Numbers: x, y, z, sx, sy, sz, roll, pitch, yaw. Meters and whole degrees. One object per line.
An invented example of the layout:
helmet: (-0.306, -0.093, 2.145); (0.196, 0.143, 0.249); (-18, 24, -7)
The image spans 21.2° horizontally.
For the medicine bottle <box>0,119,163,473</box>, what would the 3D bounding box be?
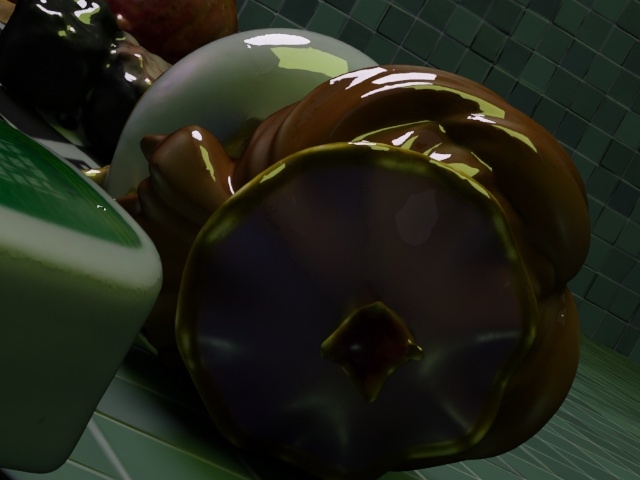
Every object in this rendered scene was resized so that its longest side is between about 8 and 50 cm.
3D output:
medicine bottle: (-0.119, -0.010, 0.324); (0.119, 0.069, 0.183); (34, 6, 32)

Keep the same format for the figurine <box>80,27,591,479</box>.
figurine: (0.000, 0.000, 0.626); (0.189, 0.142, 0.263); (-6, 17, -18)

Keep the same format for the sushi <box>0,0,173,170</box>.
sushi: (-0.085, -0.071, 1.010); (0.339, 0.069, 0.320); (43, 10, 27)

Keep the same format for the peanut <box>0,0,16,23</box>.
peanut: (-0.241, -0.143, 1.247); (0.192, 0.089, 0.089); (31, 4, 21)

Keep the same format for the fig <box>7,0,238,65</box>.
fig: (-0.166, -0.159, 1.372); (0.205, 0.205, 0.205); (29, 3, -2)
